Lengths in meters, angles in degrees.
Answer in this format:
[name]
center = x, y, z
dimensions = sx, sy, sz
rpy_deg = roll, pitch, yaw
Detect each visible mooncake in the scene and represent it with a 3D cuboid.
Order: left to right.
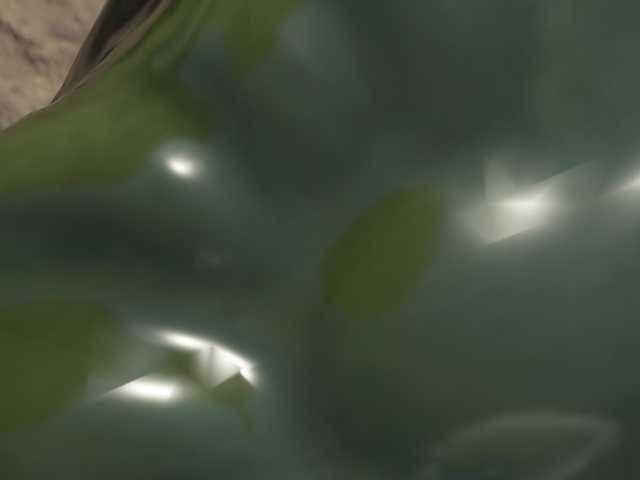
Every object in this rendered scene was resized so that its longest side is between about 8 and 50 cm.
[mooncake]
center = 0.059, -0.011, 0.426
dimensions = 0.351, 0.187, 0.351
rpy_deg = 0, 90, -12
